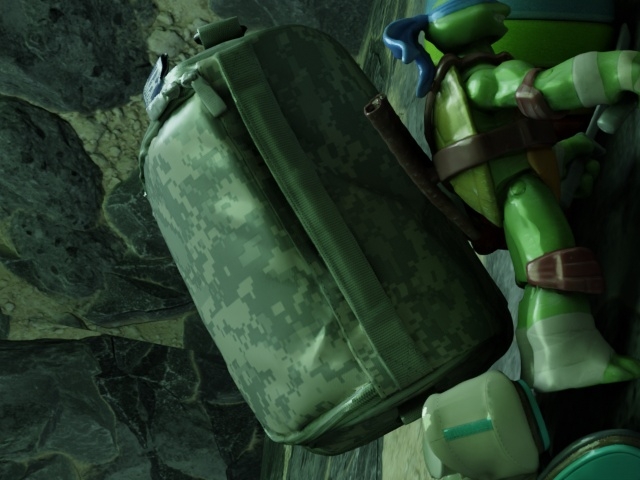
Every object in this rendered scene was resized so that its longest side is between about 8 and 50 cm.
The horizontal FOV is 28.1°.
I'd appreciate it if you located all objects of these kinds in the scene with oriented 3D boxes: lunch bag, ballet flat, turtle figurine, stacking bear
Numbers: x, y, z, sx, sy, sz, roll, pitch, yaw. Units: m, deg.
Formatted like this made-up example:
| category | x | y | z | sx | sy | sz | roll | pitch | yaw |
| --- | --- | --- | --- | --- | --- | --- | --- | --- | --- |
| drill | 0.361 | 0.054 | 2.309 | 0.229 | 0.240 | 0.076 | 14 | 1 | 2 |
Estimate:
| category | x | y | z | sx | sy | sz | roll | pitch | yaw |
| --- | --- | --- | --- | --- | --- | --- | --- | --- | --- |
| lunch bag | 0.000 | 0.000 | 0.962 | 0.305 | 0.212 | 0.256 | 61 | 175 | 10 |
| ballet flat | 0.110 | 0.139 | 0.859 | 0.248 | 0.086 | 0.086 | 56 | -138 | -68 |
| turtle figurine | 0.183 | -0.045 | 0.828 | 0.198 | 0.274 | 0.266 | -16 | 81 | 59 |
| ballet flat | 0.158 | 0.173 | 0.798 | 0.074 | 0.074 | 0.203 | -86 | 6 | -53 |
| stacking bear | 0.153 | -0.134 | 1.037 | 0.175 | 0.164 | 0.289 | -10 | -77 | -53 |

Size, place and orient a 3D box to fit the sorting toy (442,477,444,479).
| category | x | y | z | sx | sy | sz | roll | pitch | yaw |
| --- | --- | --- | --- | --- | --- | --- | --- | --- | --- |
| sorting toy | 0.129 | 0.243 | 1.038 | 0.132 | 0.046 | 0.274 | 117 | 163 | -69 |
